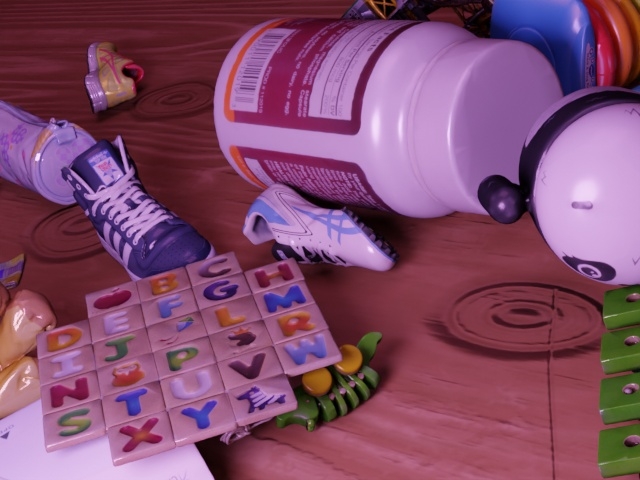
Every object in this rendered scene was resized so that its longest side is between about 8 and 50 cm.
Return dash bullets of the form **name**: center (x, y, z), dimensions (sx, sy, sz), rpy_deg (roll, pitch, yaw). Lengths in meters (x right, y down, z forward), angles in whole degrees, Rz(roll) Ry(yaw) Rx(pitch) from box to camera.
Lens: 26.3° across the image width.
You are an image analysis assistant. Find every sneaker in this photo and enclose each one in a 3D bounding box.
- **sneaker**: center (-0.344, -0.280, 2.316), dimensions (0.094, 0.081, 0.208), rpy_deg (-14, 34, 1)
- **sneaker**: center (-0.230, -0.037, 1.694), dimensions (0.099, 0.153, 0.282), rpy_deg (-33, 29, -19)
- **sneaker**: center (0.000, 0.000, 1.554), dimensions (0.237, 0.085, 0.086), rpy_deg (22, 77, 49)

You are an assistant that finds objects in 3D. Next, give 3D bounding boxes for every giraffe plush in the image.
- **giraffe plush**: center (-0.391, 0.140, 1.511), dimensions (0.170, 0.181, 0.210), rpy_deg (-173, 100, -71)

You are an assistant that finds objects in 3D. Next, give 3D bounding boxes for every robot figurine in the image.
- **robot figurine**: center (0.278, -0.053, 1.298), dimensions (0.209, 0.173, 0.278), rpy_deg (-44, 6, 10)

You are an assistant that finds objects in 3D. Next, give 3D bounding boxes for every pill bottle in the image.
- **pill bottle**: center (0.075, -0.145, 1.589), dimensions (0.224, 0.224, 0.392), rpy_deg (-39, 31, -29)

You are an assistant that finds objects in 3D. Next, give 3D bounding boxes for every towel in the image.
- **towel**: center (-0.430, 0.048, 1.846), dimensions (0.060, 0.009, 0.083), rpy_deg (-19, 27, 8)

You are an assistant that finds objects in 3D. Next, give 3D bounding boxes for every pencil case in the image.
- **pencil case**: center (-0.429, -0.135, 2.055), dimensions (0.113, 0.124, 0.273), rpy_deg (-35, 29, -23)

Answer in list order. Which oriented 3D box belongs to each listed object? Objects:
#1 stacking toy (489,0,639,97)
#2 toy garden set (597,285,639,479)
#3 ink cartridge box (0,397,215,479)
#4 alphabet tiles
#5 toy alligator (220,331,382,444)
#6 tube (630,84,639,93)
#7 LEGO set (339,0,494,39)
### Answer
- **stacking toy**: center (0.371, -0.254, 1.685), dimensions (0.302, 0.175, 0.166), rpy_deg (-21, 29, -29)
- **toy garden set**: center (0.337, 0.108, 1.132), dimensions (0.204, 0.049, 0.244), rpy_deg (-13, 28, 21)
- **ink cartridge box**: center (-0.236, 0.269, 1.213), dimensions (0.308, 0.091, 0.385), rpy_deg (-28, 26, -12)
- **alphabet tiles**: center (-0.138, 0.104, 1.353), dimensions (0.285, 0.011, 0.342), rpy_deg (-17, 26, -6)
- **toy alligator**: center (-0.004, 0.154, 1.298), dimensions (0.189, 0.056, 0.051), rpy_deg (-33, 70, -21)
- **tube**: center (0.385, -0.160, 1.588), dimensions (0.207, 0.052, 0.080), rpy_deg (-27, 36, -22)
- **LEGO set**: center (0.199, -0.300, 1.760), dimensions (0.255, 0.192, 0.331), rpy_deg (-41, -3, 37)
